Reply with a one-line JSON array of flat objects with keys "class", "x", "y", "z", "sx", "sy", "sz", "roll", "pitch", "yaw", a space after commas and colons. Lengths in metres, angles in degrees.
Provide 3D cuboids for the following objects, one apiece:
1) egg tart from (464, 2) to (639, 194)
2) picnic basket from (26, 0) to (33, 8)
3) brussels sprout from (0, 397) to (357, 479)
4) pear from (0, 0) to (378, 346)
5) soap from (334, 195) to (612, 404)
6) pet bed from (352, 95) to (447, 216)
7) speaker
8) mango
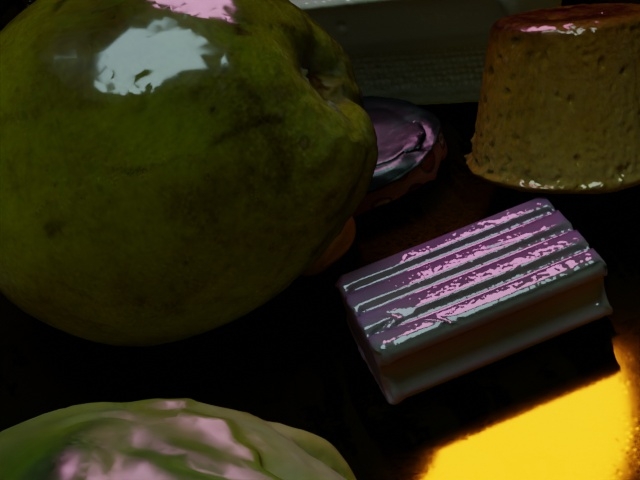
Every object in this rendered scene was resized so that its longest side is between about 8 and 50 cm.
[{"class": "egg tart", "x": 0.227, "y": -0.135, "z": 0.957, "sx": 0.202, "sy": 0.147, "sz": 0.202, "roll": -7, "pitch": 18, "yaw": 2}, {"class": "picnic basket", "x": -0.251, "y": -0.309, "z": 1.313, "sx": 0.129, "sy": 0.223, "sz": 0.296, "roll": -22, "pitch": 30, "yaw": -38}, {"class": "brussels sprout", "x": -0.079, "y": 0.214, "z": 0.565, "sx": 0.343, "sy": 0.268, "sz": 0.344, "roll": -7, "pitch": 33, "yaw": 4}, {"class": "pear", "x": -0.152, "y": -0.085, "z": 0.945, "sx": 0.413, "sy": 0.352, "sz": 0.352, "roll": -16, "pitch": 33, "yaw": 27}, {"class": "soap", "x": 0.125, "y": 0.046, "z": 0.871, "sx": 0.203, "sy": 0.066, "sz": 0.122, "roll": -22, "pitch": 34, "yaw": -4}, {"class": "pet bed", "x": 0.032, "y": -0.092, "z": 1.112, "sx": 0.201, "sy": 0.054, "sz": 0.201, "roll": -11, "pitch": 36, "yaw": 8}, {"class": "speaker", "x": 0.064, "y": -0.269, "z": 1.233, "sx": 0.406, "sy": 0.183, "sz": 0.184, "roll": 0, "pitch": 45, "yaw": 26}, {"class": "mango", "x": 0.000, "y": 0.000, "z": 1.007, "sx": 0.060, "sy": 0.046, "sz": 0.089, "roll": 2, "pitch": 43, "yaw": 27}]
